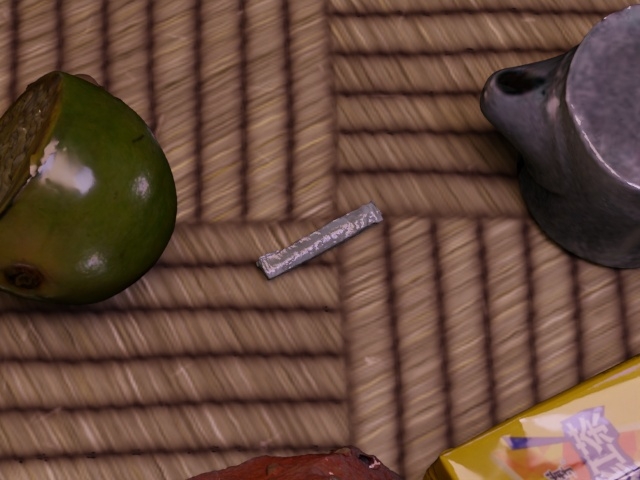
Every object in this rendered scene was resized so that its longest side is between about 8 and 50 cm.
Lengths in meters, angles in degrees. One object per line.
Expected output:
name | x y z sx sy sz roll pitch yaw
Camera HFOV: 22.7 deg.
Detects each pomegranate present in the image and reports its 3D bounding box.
pomegranate | -0.214 -0.037 1.350 0.159 0.241 0.190 32 92 -29

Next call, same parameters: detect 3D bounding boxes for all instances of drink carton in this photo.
drink carton | 0.275 0.177 1.326 0.351 0.111 0.155 -25 73 -12

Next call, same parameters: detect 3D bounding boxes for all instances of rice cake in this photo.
rice cake | 0.000 0.000 1.414 0.121 0.021 0.022 -27 84 -15

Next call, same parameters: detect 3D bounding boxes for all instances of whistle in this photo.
whistle | 0.349 -0.107 1.409 0.404 0.168 0.188 -14 73 -15

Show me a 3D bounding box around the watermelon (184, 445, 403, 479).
watermelon | -0.012 0.255 1.280 0.256 0.140 0.193 -19 80 -19
